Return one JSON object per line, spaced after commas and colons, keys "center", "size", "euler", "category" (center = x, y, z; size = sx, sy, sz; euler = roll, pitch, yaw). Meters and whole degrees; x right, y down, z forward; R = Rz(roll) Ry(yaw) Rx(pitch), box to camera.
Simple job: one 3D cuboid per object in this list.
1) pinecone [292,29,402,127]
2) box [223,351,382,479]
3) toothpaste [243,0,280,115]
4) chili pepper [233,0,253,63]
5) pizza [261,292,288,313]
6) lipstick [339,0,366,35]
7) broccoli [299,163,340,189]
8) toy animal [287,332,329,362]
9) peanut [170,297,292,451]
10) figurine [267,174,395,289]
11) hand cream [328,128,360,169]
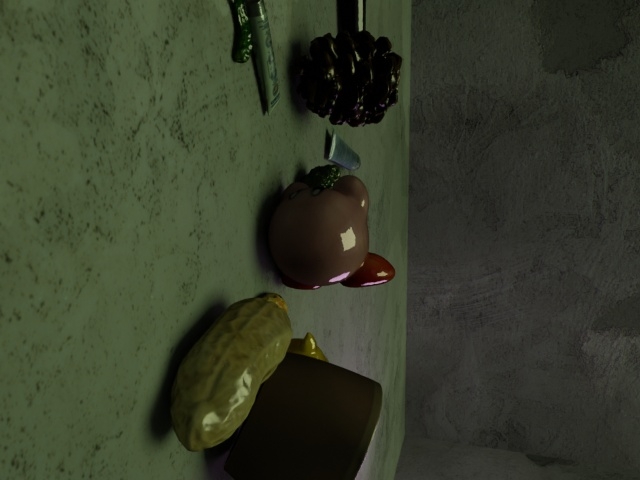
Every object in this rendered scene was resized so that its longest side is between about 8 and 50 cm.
{"center": [0.064, -0.375, 1.477], "size": [0.257, 0.244, 0.243], "euler": [-32, 128, -46], "category": "pinecone"}
{"center": [-0.038, 0.365, 1.190], "size": [0.301, 0.216, 0.300], "euler": [23, 90, -90], "category": "box"}
{"center": [-0.109, -0.356, 1.220], "size": [0.239, 0.039, 0.062], "euler": [81, 25, -45], "category": "toothpaste"}
{"center": [-0.137, -0.378, 1.121], "size": [0.055, 0.035, 0.117], "euler": [-92, -176, -69], "category": "chili pepper"}
{"center": [-0.108, 0.162, 1.359], "size": [0.160, 0.036, 0.098], "euler": [24, 70, -73], "category": "pizza"}
{"center": [0.087, -0.750, 1.750], "size": [0.077, 0.077, 0.418], "euler": [-52, 142, -63], "category": "lipstick"}
{"center": [0.008, -0.115, 1.549], "size": [0.162, 0.138, 0.145], "euler": [-37, -148, 59], "category": "broccoli"}
{"center": [-0.053, 0.329, 1.412], "size": [0.156, 0.156, 0.229], "euler": [73, 29, -52], "category": "toy animal"}
{"center": [-0.149, 0.211, 1.043], "size": [0.153, 0.140, 0.325], "euler": [-64, 176, 39], "category": "peanut"}
{"center": [-0.001, 0.009, 1.348], "size": [0.211, 0.270, 0.261], "euler": [-41, 125, -61], "category": "figurine"}
{"center": [0.070, -0.257, 1.857], "size": [0.256, 0.055, 0.088], "euler": [18, 84, -72], "category": "hand cream"}
